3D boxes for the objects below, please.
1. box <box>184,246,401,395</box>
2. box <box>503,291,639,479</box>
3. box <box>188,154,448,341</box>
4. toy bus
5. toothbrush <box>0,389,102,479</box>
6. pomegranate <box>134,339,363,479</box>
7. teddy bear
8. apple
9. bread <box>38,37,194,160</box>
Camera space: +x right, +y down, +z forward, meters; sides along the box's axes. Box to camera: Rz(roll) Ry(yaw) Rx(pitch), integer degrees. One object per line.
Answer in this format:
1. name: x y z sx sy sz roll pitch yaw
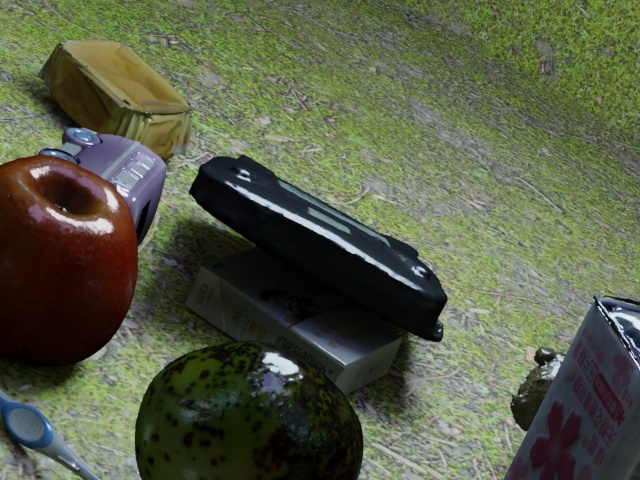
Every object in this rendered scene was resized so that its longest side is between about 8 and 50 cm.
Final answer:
1. box: -0.034 0.100 2.013 0.233 0.067 0.149 33 23 22
2. box: 0.257 0.245 1.568 0.112 0.370 0.190 13 23 -20
3. box: 0.000 0.000 2.077 0.359 0.091 0.350 29 4 -4
4. toy bus: -0.283 -0.045 2.001 0.142 0.142 0.202 23 22 2
5. toothbrush: -0.298 0.180 1.620 0.386 0.040 0.040 34 25 25
6. pomegranate: -0.074 0.236 1.561 0.222 0.277 0.204 9 -15 -10
7. teddy bear: 0.326 0.225 1.996 0.251 0.129 0.182 34 57 -28
8. apple: -0.304 0.024 1.762 0.218 0.201 0.218 22 29 -13
9. bread: -0.298 -0.204 2.386 0.136 0.107 0.241 -5 34 -43
